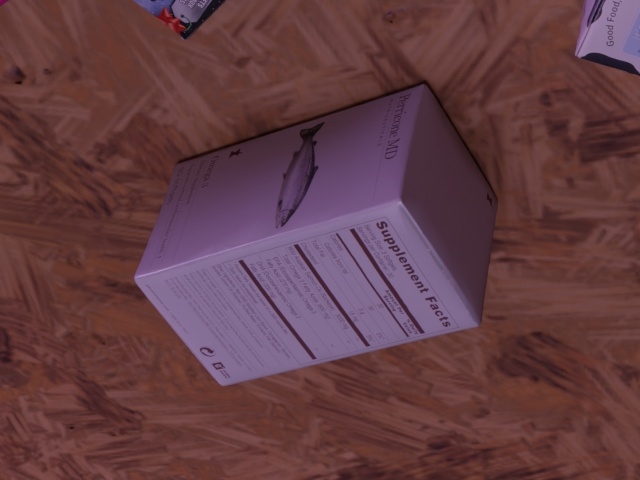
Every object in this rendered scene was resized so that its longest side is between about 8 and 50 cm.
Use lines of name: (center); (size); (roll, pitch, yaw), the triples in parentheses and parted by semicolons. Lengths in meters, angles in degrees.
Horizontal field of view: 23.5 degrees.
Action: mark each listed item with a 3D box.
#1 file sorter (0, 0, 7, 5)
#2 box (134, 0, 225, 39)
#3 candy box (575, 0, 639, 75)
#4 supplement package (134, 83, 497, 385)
file sorter: (-0.119, -0.257, 0.631); (0.291, 0.182, 0.202); (-25, 124, 34)
box: (-0.066, -0.176, 0.805); (0.094, 0.027, 0.137); (37, 131, -19)
candy box: (0.220, -0.127, 0.682); (0.196, 0.165, 0.070); (16, 136, -1)
supplement package: (0.000, 0.000, 0.905); (0.179, 0.105, 0.105); (-16, 127, 27)
